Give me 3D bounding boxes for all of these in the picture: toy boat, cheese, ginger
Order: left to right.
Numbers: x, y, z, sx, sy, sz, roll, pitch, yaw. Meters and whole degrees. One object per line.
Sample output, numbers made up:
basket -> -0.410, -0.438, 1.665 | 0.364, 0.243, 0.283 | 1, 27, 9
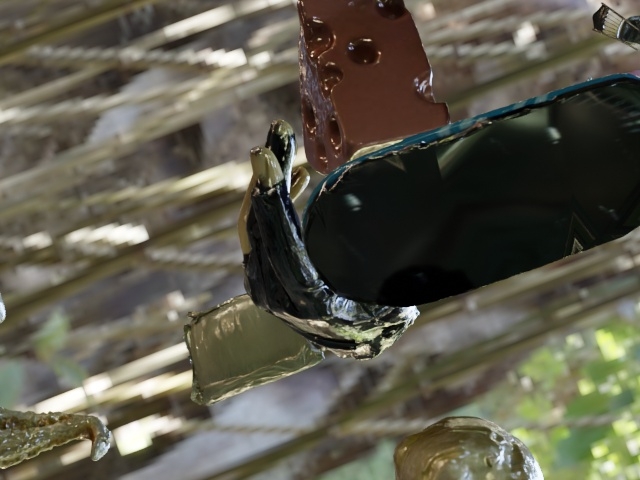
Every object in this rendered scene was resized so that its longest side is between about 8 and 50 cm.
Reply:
cheese -> 0.062, -0.148, 1.964 | 0.177, 0.128, 0.203 | -124, -153, -56
ginger -> 0.119, 0.192, 1.455 | 0.263, 0.116, 0.109 | 28, 46, -79
toy boat -> 0.128, -0.047, 1.478 | 0.092, 0.299, 0.134 | -100, 171, -63

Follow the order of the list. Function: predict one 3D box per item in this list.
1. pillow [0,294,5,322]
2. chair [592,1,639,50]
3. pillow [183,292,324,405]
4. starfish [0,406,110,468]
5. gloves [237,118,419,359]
pillow -> -0.527, 0.014, 2.676 | 0.241, 0.051, 0.093 | 64, 6, 4
chair -> 0.363, -0.249, 2.173 | 0.086, 0.042, 0.037 | 39, -57, 45
pillow -> -0.085, 0.121, 2.239 | 0.053, 0.208, 0.119 | 0, 72, -54
starfish -> -0.341, 0.159, 1.576 | 0.094, 0.327, 0.375 | -33, -117, 49
gloves -> -0.001, 0.008, 1.893 | 0.197, 0.152, 0.301 | 6, -48, 37
